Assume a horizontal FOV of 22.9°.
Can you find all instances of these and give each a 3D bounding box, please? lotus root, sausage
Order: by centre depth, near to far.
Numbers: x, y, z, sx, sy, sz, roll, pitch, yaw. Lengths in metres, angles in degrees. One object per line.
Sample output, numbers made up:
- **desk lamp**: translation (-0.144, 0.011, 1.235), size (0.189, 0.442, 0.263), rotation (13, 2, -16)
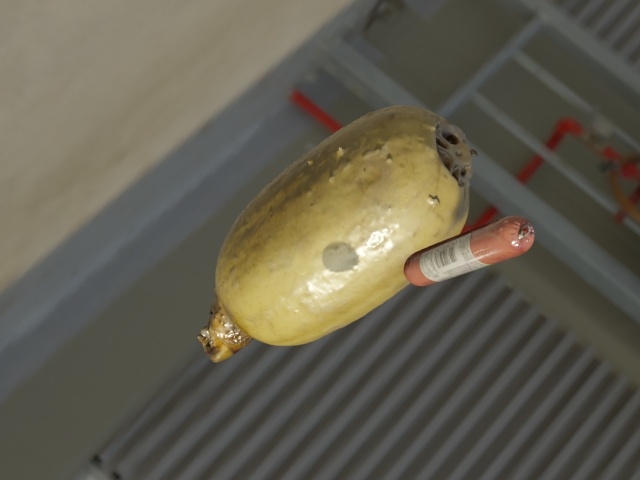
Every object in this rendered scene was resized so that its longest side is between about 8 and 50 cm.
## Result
- **sausage**: translation (0.105, 0.010, 1.161), size (0.029, 0.029, 0.223), rotation (-48, -173, -18)
- **lotus root**: translation (0.000, 0.000, 1.497), size (0.342, 0.151, 0.169), rotation (-35, -152, 23)
